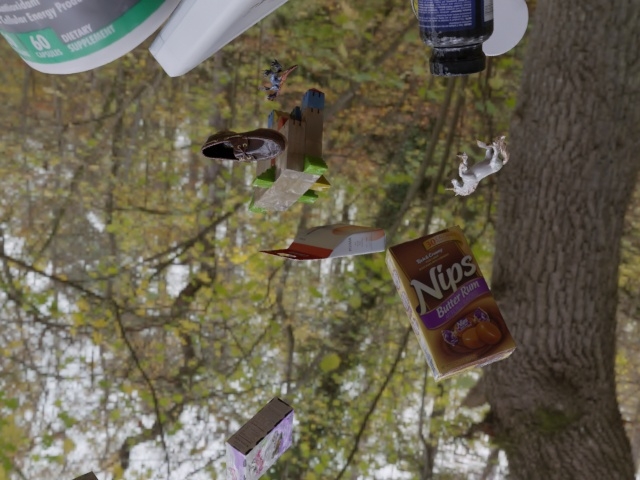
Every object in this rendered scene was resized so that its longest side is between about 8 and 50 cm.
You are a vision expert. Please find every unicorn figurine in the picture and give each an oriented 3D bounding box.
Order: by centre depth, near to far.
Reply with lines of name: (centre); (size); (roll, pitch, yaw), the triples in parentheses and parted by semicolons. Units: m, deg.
unicorn figurine: (0.324, -0.150, 1.587); (0.161, 0.111, 0.060); (-20, -134, 18)

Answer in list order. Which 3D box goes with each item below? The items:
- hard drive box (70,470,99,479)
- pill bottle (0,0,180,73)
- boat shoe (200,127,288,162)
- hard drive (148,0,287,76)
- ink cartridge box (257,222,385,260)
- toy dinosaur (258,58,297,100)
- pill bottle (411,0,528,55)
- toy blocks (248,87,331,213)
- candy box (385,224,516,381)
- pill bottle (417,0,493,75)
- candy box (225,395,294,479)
hard drive box: (-0.517, 0.628, 1.565); (0.181, 0.232, 0.089); (-20, -164, -28)
pill bottle: (-0.285, -0.345, 0.671); (0.204, 0.204, 0.361); (13, 151, 33)
boat shoe: (-0.171, -0.204, 1.683); (0.206, 0.073, 0.073); (2, -148, 32)
hard drive: (0.008, -0.264, 0.603); (0.233, 0.047, 0.353); (-44, -168, -28)
ink cartridge box: (0.000, 0.000, 1.315); (0.179, 0.045, 0.145); (-3, -173, -31)
toy dinosaur: (-0.076, -0.272, 1.319); (0.090, 0.047, 0.082); (17, 159, 24)
pill bottle: (0.333, -0.527, 1.699); (0.187, 0.188, 0.334); (2, -153, -13)
toy blocks: (-0.088, -0.252, 2.080); (0.190, 0.261, 0.381); (9, 160, -20)
candy box: (0.170, 0.082, 1.017); (0.109, 0.187, 0.053); (-18, 156, -9)
pill bottle: (0.218, -0.384, 1.226); (0.122, 0.219, 0.123); (-5, -158, 2)
candy box: (-0.159, 0.534, 1.988); (0.070, 0.165, 0.196); (28, -136, 26)
